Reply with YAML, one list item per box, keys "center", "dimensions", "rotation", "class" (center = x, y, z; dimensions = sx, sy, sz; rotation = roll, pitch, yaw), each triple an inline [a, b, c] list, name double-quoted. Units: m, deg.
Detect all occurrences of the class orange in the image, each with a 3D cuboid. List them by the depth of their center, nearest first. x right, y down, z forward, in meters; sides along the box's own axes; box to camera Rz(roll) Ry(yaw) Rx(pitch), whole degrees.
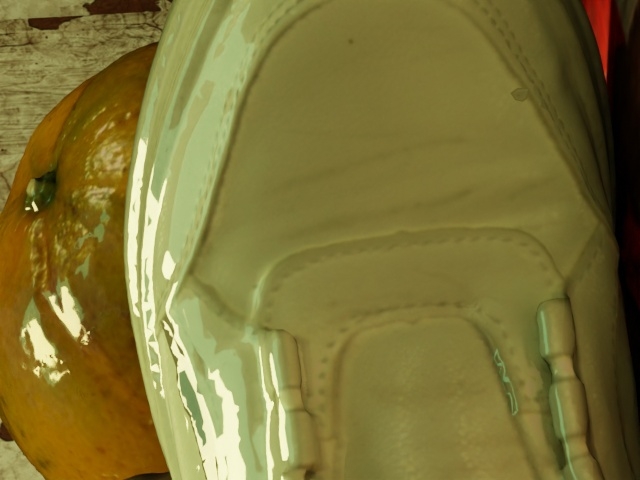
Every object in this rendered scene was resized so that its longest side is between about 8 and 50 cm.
- center: [-0.067, 0.014, 0.904]
  dimensions: [0.240, 0.171, 0.240]
  rotation: [-33, 45, 41]
  class: "orange"

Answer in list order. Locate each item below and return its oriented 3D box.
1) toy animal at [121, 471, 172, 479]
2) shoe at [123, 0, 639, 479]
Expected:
- center: [0.002, 0.086, 0.604]
  dimensions: [0.186, 0.214, 0.093]
  rotation: [50, -148, -40]
  class: "toy animal"
- center: [0.026, 0.075, 0.433]
  dimensions: [0.159, 0.124, 0.316]
  rotation: [-104, 6, -71]
  class: "shoe"
